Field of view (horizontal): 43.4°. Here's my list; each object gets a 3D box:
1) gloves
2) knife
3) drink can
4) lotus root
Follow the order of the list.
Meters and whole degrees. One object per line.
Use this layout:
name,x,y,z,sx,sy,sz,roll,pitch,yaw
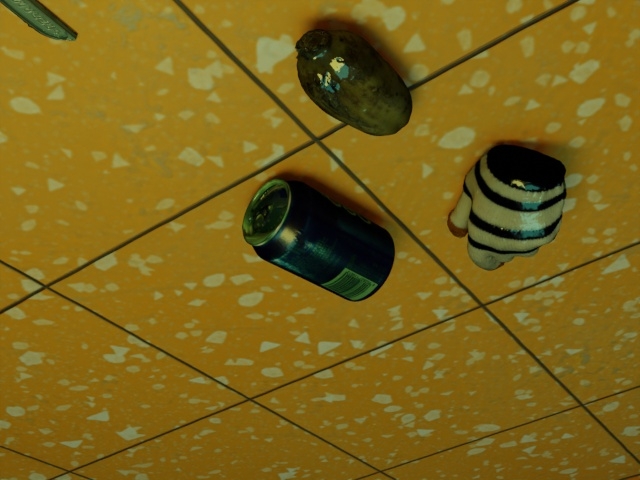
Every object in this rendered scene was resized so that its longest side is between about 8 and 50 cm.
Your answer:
gloves,0.253,-0.024,1.088,0.140,0.131,0.219,0,133,-3
knife,-0.328,-0.262,0.796,0.028,0.015,0.210,-30,137,19
drink can,0.000,0.000,1.090,0.204,0.118,0.118,29,131,-36
lotus root,0.036,-0.175,0.900,0.089,0.081,0.179,-40,136,18
